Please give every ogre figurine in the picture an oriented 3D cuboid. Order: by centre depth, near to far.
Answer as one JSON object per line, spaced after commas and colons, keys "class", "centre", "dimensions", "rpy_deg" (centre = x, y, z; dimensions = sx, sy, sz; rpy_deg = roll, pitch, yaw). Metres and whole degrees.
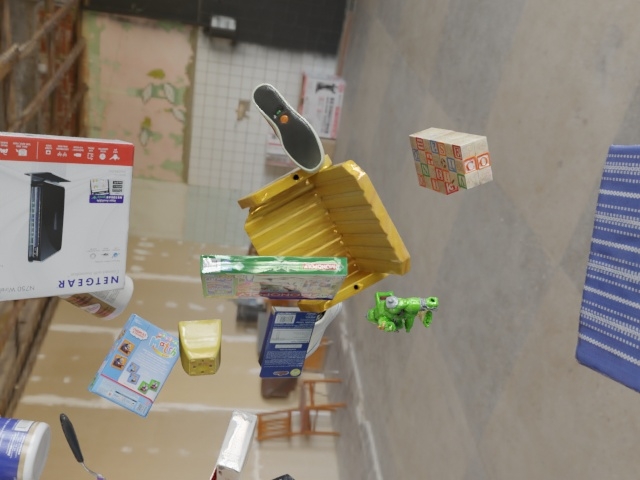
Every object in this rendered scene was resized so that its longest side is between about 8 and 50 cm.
{"class": "ogre figurine", "centre": [0.183, 0.171, 1.511], "dimensions": [0.197, 0.118, 0.096], "rpy_deg": [170, 110, -71]}

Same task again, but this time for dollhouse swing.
{"class": "dollhouse swing", "centre": [0.000, 0.000, 1.556], "dimensions": [0.346, 0.315, 0.305], "rpy_deg": [62, 179, -11]}

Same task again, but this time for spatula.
{"class": "spatula", "centre": [-0.512, 0.496, 1.410], "dimensions": [0.084, 0.030, 0.296], "rpy_deg": [16, 131, 46]}

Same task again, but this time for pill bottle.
{"class": "pill bottle", "centre": [-0.807, 0.501, 1.538], "dimensions": [0.153, 0.265, 0.153], "rpy_deg": [-171, 90, -83]}
{"class": "pill bottle", "centre": [-0.593, 0.096, 1.590], "dimensions": [0.229, 0.131, 0.131], "rpy_deg": [43, -146, -42]}

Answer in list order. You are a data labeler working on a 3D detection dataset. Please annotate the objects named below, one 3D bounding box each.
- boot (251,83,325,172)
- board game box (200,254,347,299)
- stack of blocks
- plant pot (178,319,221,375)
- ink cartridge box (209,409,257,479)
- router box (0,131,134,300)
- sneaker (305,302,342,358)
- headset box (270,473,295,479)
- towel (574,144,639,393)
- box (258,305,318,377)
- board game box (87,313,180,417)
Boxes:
{"class": "boot", "centre": [-0.068, -0.271, 1.584], "dimensions": [0.244, 0.088, 0.176], "rpy_deg": [54, -175, 1]}
{"class": "board game box", "centre": [-0.112, 0.088, 1.471], "dimensions": [0.213, 0.318, 0.046], "rpy_deg": [110, 160, -68]}
{"class": "stack of blocks", "centre": [0.386, -0.230, 1.897], "dimensions": [0.297, 0.087, 0.171], "rpy_deg": [-145, 37, -65]}
{"class": "plant pot", "centre": [-0.224, 0.208, 1.198], "dimensions": [0.083, 0.081, 0.081], "rpy_deg": [-108, 21, -50]}
{"class": "ink cartridge box", "centre": [-0.230, 0.582, 1.560], "dimensions": [0.296, 0.066, 0.261], "rpy_deg": [104, -177, -58]}
{"class": "router box", "centre": [-0.529, -0.047, 1.196], "dimensions": [0.082, 0.336, 0.300], "rpy_deg": [18, 106, 45]}
{"class": "sneaker", "centre": [-0.034, 0.282, 2.108], "dimensions": [0.094, 0.091, 0.258], "rpy_deg": [37, 99, 37]}
{"class": "headset box", "centre": [-0.044, 0.697, 1.371], "dimensions": [0.283, 0.131, 0.246], "rpy_deg": [24, 110, 41]}
{"class": "towel", "centre": [0.444, 0.043, 0.845], "dimensions": [0.243, 0.040, 0.335], "rpy_deg": [-151, 66, -72]}
{"class": "box", "centre": [-0.097, 0.292, 1.828], "dimensions": [0.036, 0.137, 0.225], "rpy_deg": [48, 128, 56]}
{"class": "board game box", "centre": [-0.461, 0.316, 1.616], "dimensions": [0.039, 0.160, 0.211], "rpy_deg": [-5, 53, 58]}
